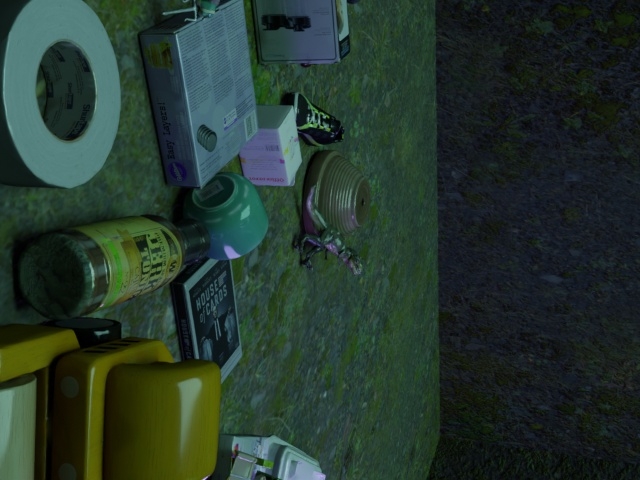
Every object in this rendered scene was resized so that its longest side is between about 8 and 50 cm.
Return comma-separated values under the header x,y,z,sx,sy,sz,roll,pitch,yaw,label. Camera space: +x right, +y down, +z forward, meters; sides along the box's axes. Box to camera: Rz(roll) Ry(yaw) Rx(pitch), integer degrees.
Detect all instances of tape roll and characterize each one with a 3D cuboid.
x,y,z,sx,sy,sz,roll,pitch,yaw,label
-0.315,-0.169,0.931,0.219,0.072,0.219,3,90,-72,tape roll

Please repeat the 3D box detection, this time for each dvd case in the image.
x,y,z,sx,sy,sz,roll,pitch,yaw,label
-0.193,0.143,1.431,0.179,0.029,0.239,-52,142,-60,dvd case

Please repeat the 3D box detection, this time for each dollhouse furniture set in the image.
x,y,z,sx,sy,sz,roll,pitch,yaw,label
-0.140,0.439,1.540,0.151,0.058,0.076,34,67,-47,dollhouse furniture set

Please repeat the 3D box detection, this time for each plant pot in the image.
x,y,z,sx,sy,sz,roll,pitch,yaw,label
0.051,-0.097,1.974,0.237,0.109,0.237,7,90,-68,plant pot

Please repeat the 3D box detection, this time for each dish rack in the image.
x,y,z,sx,sy,sz,roll,pitch,yaw,label
-0.068,0.603,1.841,0.333,0.072,0.286,57,40,-63,dish rack

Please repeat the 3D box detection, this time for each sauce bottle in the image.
x,y,z,sx,sy,sz,roll,pitch,yaw,label
-0.252,0.019,1.098,0.344,0.111,0.111,-26,118,-69,sauce bottle

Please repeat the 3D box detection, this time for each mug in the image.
x,y,z,sx,sy,sz,roll,pitch,yaw,label
-0.162,-0.038,1.328,0.097,0.129,0.158,70,29,-48,mug

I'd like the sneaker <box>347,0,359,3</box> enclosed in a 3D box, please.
x,y,z,sx,sy,sz,roll,pitch,yaw,label
0.041,-0.689,1.890,0.121,0.111,0.300,-50,135,-45,sneaker

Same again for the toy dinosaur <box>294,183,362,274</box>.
x,y,z,sx,sy,sz,roll,pitch,yaw,label
0.000,0.000,1.883,0.118,0.064,0.268,-43,128,-11,toy dinosaur

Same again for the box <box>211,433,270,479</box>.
x,y,z,sx,sy,sz,roll,pitch,yaw,label
-0.156,0.450,1.590,0.186,0.038,0.145,37,58,-69,box

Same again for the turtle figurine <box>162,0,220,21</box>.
x,y,z,sx,sy,sz,roll,pitch,yaw,label
-0.180,-0.410,1.179,0.175,0.118,0.234,62,21,-25,turtle figurine

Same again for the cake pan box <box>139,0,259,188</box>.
x,y,z,sx,sy,sz,roll,pitch,yaw,label
-0.182,-0.248,1.328,0.267,0.070,0.246,-57,148,-56,cake pan box

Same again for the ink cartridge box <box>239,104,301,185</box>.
x,y,z,sx,sy,sz,roll,pitch,yaw,label
-0.097,-0.174,1.560,0.090,0.092,0.143,-66,154,-49,ink cartridge box

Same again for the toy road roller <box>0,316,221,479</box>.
x,y,z,sx,sy,sz,roll,pitch,yaw,label
-0.256,0.201,0.913,0.329,0.240,0.203,-8,101,-71,toy road roller

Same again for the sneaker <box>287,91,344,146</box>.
x,y,z,sx,sy,sz,roll,pitch,yaw,label
-0.004,-0.268,1.811,0.234,0.097,0.084,24,70,-71,sneaker

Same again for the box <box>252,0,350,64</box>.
x,y,z,sx,sy,sz,roll,pitch,yaw,label
-0.042,-0.484,1.549,0.087,0.169,0.290,-57,144,-60,box

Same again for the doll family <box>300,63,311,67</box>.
x,y,z,sx,sy,sz,roll,pitch,yaw,label
-0.025,-0.428,1.767,0.193,0.076,0.111,-21,118,-65,doll family
